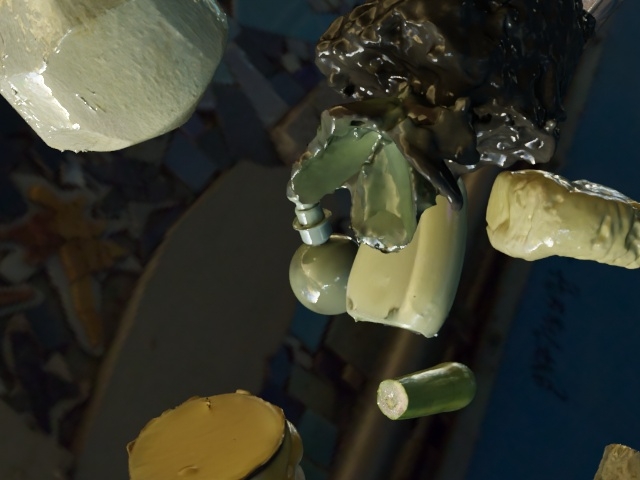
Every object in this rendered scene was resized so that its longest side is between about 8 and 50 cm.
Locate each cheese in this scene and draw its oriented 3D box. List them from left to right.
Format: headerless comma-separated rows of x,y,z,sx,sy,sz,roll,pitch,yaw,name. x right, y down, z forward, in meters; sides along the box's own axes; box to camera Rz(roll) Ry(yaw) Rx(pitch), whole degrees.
0.095,-0.042,1.036,0.127,0.054,0.251,9,-98,60,cheese
0.332,-0.023,1.544,0.226,0.214,0.117,-146,-115,-71,cheese

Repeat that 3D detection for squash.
0.168,0.238,1.868,0.083,0.083,0.250,-40,158,29,squash

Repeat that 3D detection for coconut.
-0.226,-0.210,1.252,0.245,0.247,0.245,-23,-142,19,coconut

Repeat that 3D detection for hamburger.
-0.143,0.385,1.787,0.276,0.237,0.276,-14,-153,7,hamburger

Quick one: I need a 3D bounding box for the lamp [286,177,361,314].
0.000,0.000,1.271,0.091,0.163,0.091,-14,-153,7,lamp

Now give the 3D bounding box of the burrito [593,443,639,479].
0.384,0.419,1.584,0.143,0.105,0.299,-12,-140,51,burrito

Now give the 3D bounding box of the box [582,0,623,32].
0.299,-0.313,1.601,0.188,0.153,0.252,-36,166,-50,box

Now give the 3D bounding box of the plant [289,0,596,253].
0.073,-0.093,0.705,0.203,0.131,0.142,-49,-154,-20,plant
